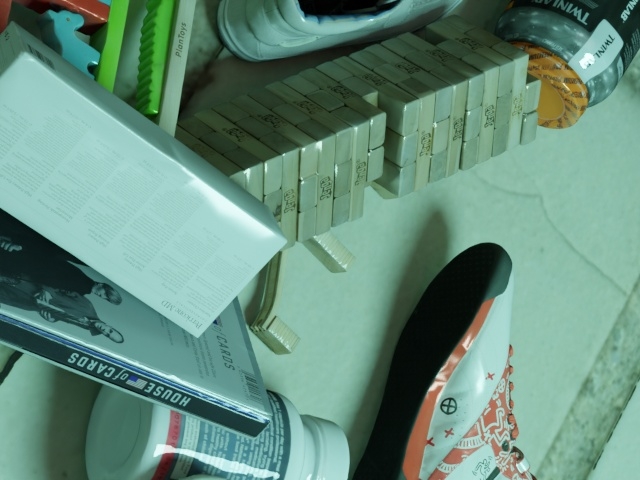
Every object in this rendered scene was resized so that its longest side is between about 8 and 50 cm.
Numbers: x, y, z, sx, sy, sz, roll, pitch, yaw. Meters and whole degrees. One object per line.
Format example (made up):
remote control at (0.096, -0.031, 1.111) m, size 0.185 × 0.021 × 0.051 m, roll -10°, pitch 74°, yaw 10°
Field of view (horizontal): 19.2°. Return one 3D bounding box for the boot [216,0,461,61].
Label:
boot at (0.050, -0.202, 1.504) m, size 0.258 × 0.123 × 0.095 m, roll -24°, pitch 100°, yaw -32°

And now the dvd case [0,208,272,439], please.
dvd case at (-0.151, 0.039, 1.345) m, size 0.238 × 0.179 × 0.029 m, roll 26°, pitch 116°, yaw -29°

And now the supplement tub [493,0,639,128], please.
supplement tub at (0.225, -0.195, 1.622) m, size 0.117 × 0.117 × 0.190 m, roll 44°, pitch 65°, yaw -23°

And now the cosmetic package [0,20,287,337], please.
cosmetic package at (-0.144, -0.038, 1.282) m, size 0.239 × 0.060 × 0.099 m, roll 37°, pitch 101°, yaw -31°

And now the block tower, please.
block tower at (0.021, -0.081, 1.480) m, size 0.335 × 0.097 × 0.091 m, roll -25°, pitch 132°, yaw -33°

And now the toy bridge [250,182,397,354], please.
toy bridge at (0.000, 0.000, 1.517) m, size 0.063 × 0.026 × 0.188 m, roll 44°, pitch 65°, yaw -21°

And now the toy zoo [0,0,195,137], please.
toy zoo at (-0.222, -0.194, 1.350) m, size 0.293 × 0.030 × 0.192 m, roll 23°, pitch 58°, yaw -29°

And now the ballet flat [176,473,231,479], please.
ballet flat at (-0.032, 0.328, 1.417) m, size 0.139 × 0.139 × 0.400 m, roll -37°, pitch 112°, yaw -29°

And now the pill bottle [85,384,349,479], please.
pill bottle at (-0.073, 0.157, 1.410) m, size 0.180 × 0.108 × 0.108 m, roll 16°, pitch 78°, yaw -31°

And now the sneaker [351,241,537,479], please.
sneaker at (0.128, 0.148, 1.555) m, size 0.145 × 0.090 × 0.270 m, roll 30°, pitch 75°, yaw -29°
